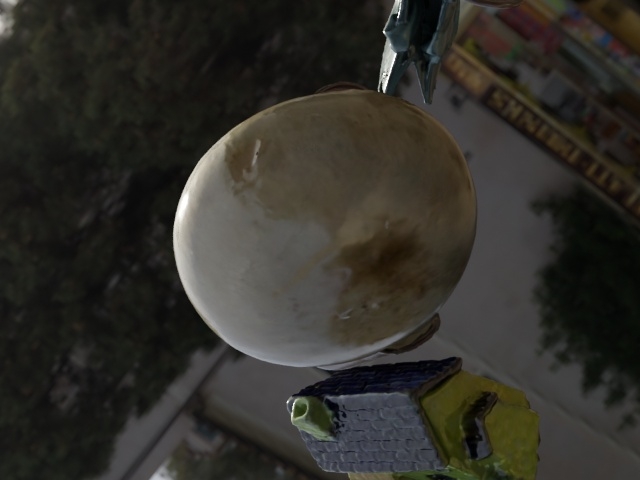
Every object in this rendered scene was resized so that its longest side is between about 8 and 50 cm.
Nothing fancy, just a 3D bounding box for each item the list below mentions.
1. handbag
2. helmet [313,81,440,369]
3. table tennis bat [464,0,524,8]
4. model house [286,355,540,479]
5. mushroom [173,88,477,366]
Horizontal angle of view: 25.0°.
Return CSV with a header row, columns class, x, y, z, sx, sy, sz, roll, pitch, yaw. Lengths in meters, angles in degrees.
class,x,y,z,sx,sy,sz,roll,pitch,yaw
handbag,0.095,-0.239,1.155,0.062,0.229,0.179,11,-146,2
helmet,0.000,0.000,1.680,0.271,0.197,0.338,30,-136,-44
table tennis bat,0.198,-0.314,2.063,0.169,0.119,0.107,8,-150,-3
model house,0.088,0.209,1.471,0.211,0.170,0.194,27,156,-38
mushroom,0.003,-0.014,1.054,0.226,0.226,0.178,28,-146,-39
